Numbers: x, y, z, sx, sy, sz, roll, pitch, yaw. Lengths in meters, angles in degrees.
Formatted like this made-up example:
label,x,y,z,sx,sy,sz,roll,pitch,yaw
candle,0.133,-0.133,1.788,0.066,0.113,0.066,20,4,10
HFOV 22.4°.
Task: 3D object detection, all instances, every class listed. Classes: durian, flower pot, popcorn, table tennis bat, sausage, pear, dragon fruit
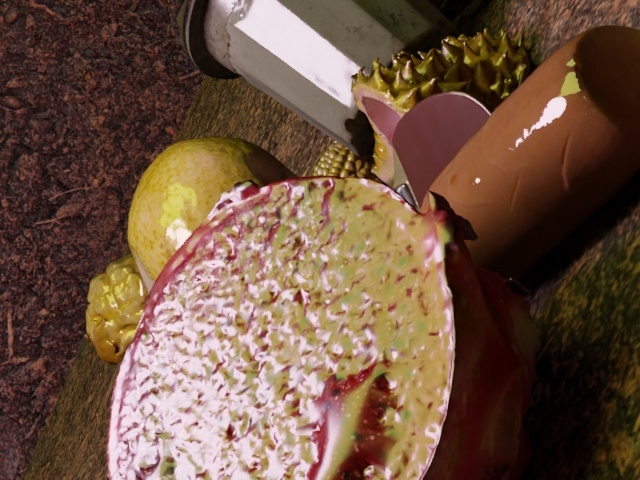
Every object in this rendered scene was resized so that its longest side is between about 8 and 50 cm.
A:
label,x,y,z,sx,sy,sz,roll,pitch,yaw
durian,0.142,-0.150,1.733,0.195,0.185,0.305,-41,6,-4
flower pot,0.011,-0.242,1.911,0.290,0.259,0.290,-39,-23,-20
popcorn,-0.239,0.094,2.443,0.250,0.190,0.250,-21,12,5
table tennis bat,0.107,-0.052,1.595,0.021,0.154,0.274,-21,-5,-35
sausage,0.179,-0.055,1.365,0.304,0.121,0.121,-50,19,49
pear,-0.125,-0.007,2.116,0.271,0.271,0.271,-57,15,25
dragon fruit,0.022,0.138,1.292,0.386,0.249,0.371,-42,49,21

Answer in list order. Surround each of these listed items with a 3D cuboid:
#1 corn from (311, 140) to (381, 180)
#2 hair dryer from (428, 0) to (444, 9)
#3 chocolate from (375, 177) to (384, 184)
label,x,y,z,sx,sy,sz,roll,pitch,yaw
corn,0.000,0.000,1.998,0.288,0.086,0.086,-67,14,-9
hair dryer,0.153,-0.362,2.047,0.352,0.125,0.210,127,165,-59
chocolate,0.017,0.055,1.835,0.254,0.080,0.157,-54,1,23
